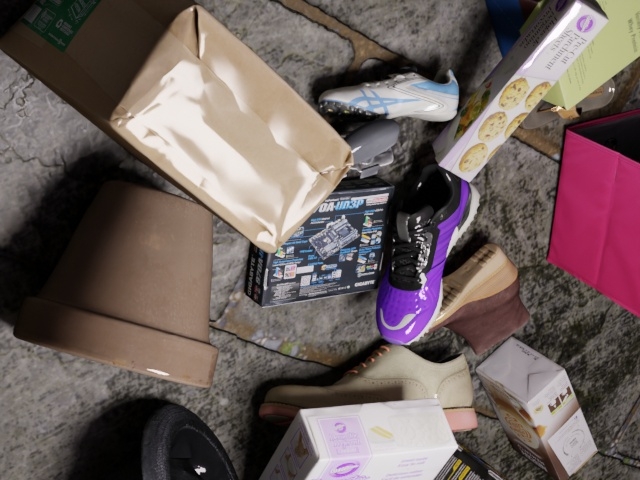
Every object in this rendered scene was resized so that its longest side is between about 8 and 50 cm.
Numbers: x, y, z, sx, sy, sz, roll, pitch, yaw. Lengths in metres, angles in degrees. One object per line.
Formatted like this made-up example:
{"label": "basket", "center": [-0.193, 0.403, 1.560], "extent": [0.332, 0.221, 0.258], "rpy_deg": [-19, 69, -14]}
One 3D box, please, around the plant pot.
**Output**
{"label": "plant pot", "center": [-0.237, 0.051, 1.621], "extent": [0.263, 0.263, 0.229], "rpy_deg": [22, 82, -41]}

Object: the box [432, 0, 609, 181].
{"label": "box", "center": [0.286, -0.227, 1.836], "extent": [0.067, 0.063, 0.324], "rpy_deg": [26, 119, -25]}

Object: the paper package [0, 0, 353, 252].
{"label": "paper package", "center": [-0.174, -0.172, 1.480], "extent": [0.168, 0.325, 0.309], "rpy_deg": [-52, 132, -3]}

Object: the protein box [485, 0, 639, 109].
{"label": "protein box", "center": [0.386, -0.350, 1.931], "extent": [0.201, 0.136, 0.200], "rpy_deg": [-37, 128, -16]}

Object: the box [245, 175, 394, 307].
{"label": "box", "center": [0.000, 0.000, 1.879], "extent": [0.220, 0.051, 0.175], "rpy_deg": [-8, 116, -34]}

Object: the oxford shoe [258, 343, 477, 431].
{"label": "oxford shoe", "center": [0.076, 0.241, 2.033], "extent": [0.397, 0.140, 0.147], "rpy_deg": [5, 78, -33]}

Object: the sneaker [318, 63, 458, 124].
{"label": "sneaker", "center": [0.098, -0.214, 1.834], "extent": [0.237, 0.085, 0.086], "rpy_deg": [-5, 89, -31]}

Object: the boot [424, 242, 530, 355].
{"label": "boot", "center": [0.239, 0.137, 2.100], "extent": [0.248, 0.090, 0.207], "rpy_deg": [-36, 134, -9]}

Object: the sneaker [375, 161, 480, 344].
{"label": "sneaker", "center": [0.141, 0.009, 1.912], "extent": [0.146, 0.102, 0.293], "rpy_deg": [45, 63, -58]}

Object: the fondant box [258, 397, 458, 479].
{"label": "fondant box", "center": [0.035, 0.379, 1.955], "extent": [0.238, 0.096, 0.330], "rpy_deg": [-1, 140, -26]}

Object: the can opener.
{"label": "can opener", "center": [-0.021, -0.117, 1.761], "extent": [0.283, 0.076, 0.095], "rpy_deg": [-17, 149, -23]}

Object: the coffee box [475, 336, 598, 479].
{"label": "coffee box", "center": [0.392, 0.308, 2.264], "extent": [0.098, 0.141, 0.246], "rpy_deg": [-40, 129, -14]}

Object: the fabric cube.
{"label": "fabric cube", "center": [0.574, -0.055, 2.141], "extent": [0.254, 0.259, 0.258], "rpy_deg": [-15, 122, -31]}

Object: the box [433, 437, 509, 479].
{"label": "box", "center": [0.193, 0.513, 2.143], "extent": [0.079, 0.257, 0.322], "rpy_deg": [36, 88, -43]}

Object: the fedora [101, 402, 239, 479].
{"label": "fedora", "center": [-0.223, 0.404, 1.825], "extent": [0.152, 0.334, 0.334], "rpy_deg": [-18, 130, 13]}

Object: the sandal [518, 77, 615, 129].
{"label": "sandal", "center": [0.413, -0.230, 2.062], "extent": [0.219, 0.060, 0.090], "rpy_deg": [-11, 118, -32]}
